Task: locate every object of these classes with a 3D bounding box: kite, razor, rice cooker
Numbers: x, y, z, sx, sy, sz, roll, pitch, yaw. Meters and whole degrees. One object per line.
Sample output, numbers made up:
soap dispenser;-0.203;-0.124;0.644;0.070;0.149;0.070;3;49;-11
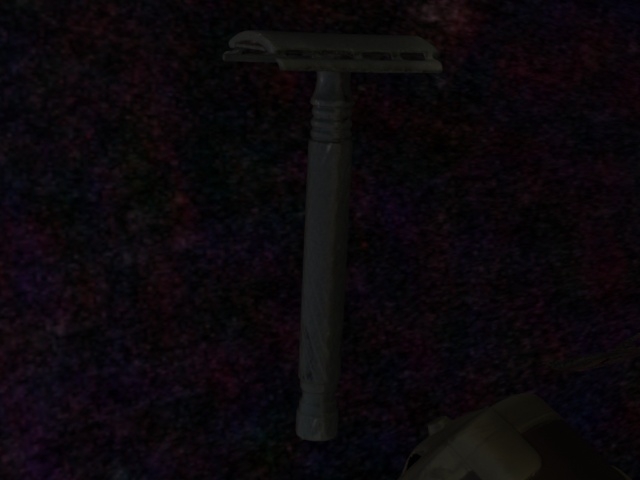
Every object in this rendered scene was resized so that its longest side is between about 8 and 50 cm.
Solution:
kite;0.236;0.085;0.858;0.137;0.152;0.005;-16;89;39
razor;0.000;0.000;0.622;0.068;0.106;0.232;23;112;56
rice cooker;0.179;0.307;1.034;0.277;0.288;0.288;45;118;28
